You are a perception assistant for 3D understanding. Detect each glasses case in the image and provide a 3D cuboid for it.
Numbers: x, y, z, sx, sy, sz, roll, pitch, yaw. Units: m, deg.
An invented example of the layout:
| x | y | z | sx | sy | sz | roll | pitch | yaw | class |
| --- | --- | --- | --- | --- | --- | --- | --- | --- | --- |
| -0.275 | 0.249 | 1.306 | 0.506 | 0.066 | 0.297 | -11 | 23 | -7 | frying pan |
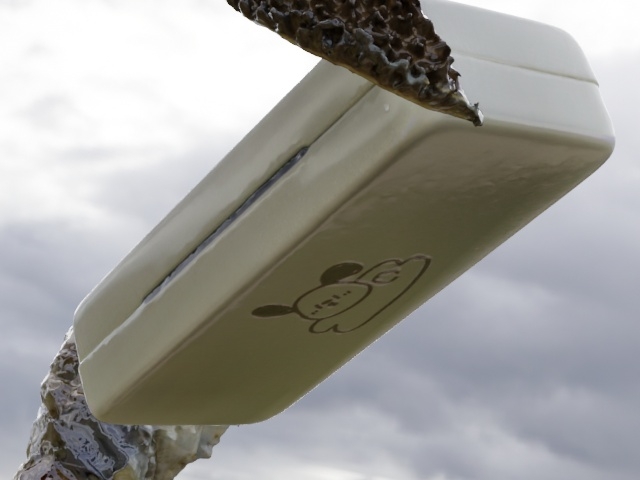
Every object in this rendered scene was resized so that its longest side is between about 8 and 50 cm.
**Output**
| x | y | z | sx | sy | sz | roll | pitch | yaw | class |
| --- | --- | --- | --- | --- | --- | --- | --- | --- | --- |
| 0.000 | 0.000 | 0.776 | 0.131 | 0.070 | 0.313 | 6 | -34 | -40 | glasses case |

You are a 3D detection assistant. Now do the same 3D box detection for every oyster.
| x | y | z | sx | sy | sz | roll | pitch | yaw | class |
| --- | --- | --- | --- | --- | --- | --- | --- | --- | --- |
| -0.173 | 0.171 | 1.163 | 0.162 | 0.232 | 0.107 | 15 | -7 | 26 | oyster |

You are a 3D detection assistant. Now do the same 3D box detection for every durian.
| x | y | z | sx | sy | sz | roll | pitch | yaw | class |
| --- | --- | --- | --- | --- | --- | --- | --- | --- | --- |
| 0.005 | -0.080 | 0.573 | 0.130 | 0.052 | 0.066 | 34 | -26 | 26 | durian |
